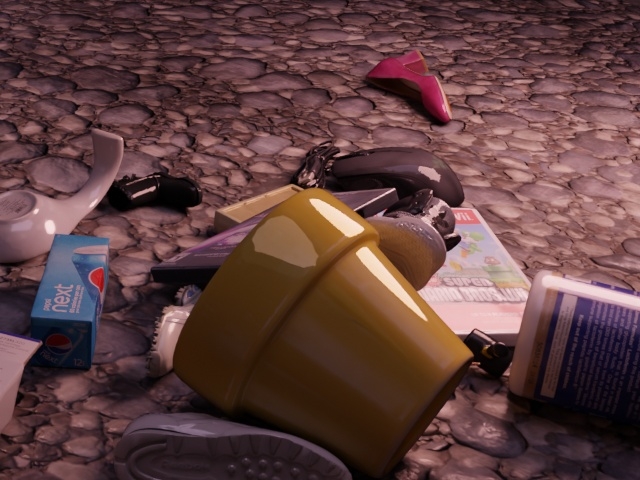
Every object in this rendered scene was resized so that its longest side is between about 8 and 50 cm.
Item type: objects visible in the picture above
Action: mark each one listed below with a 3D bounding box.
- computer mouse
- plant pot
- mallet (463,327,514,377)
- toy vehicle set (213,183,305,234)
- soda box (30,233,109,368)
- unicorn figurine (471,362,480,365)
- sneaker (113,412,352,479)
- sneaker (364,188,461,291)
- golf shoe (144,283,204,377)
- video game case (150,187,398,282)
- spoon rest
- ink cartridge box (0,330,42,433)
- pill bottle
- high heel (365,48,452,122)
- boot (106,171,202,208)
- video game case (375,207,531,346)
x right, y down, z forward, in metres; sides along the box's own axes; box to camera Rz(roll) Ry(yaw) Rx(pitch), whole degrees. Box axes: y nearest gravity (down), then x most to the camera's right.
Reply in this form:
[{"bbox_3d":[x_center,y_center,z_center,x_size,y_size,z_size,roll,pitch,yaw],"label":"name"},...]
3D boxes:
[{"bbox_3d":[0.098,-0.113,1.896,0.272,0.072,0.188,12,26,8],"label":"computer mouse"},{"bbox_3d":[0.016,0.113,1.246,0.239,0.254,0.254,37,34,13],"label":"plant pot"},{"bbox_3d":[0.204,0.133,1.370,0.062,0.039,0.189,35,-4,-1],"label":"mallet"},{"bbox_3d":[0.000,0.000,1.682,0.267,0.035,0.166,27,32,34],"label":"toy vehicle set"},{"bbox_3d":[-0.297,0.068,1.431,0.071,0.067,0.210,4,27,-6],"label":"soda box"},{"bbox_3d":[0.087,0.128,1.409,0.162,0.111,0.060,-22,-6,-10],"label":"unicorn figurine"},{"bbox_3d":[-0.082,0.212,1.189,0.235,0.090,0.095,12,12,2],"label":"sneaker"},{"bbox_3d":[0.111,-0.007,1.439,0.153,0.101,0.268,-33,4,-22],"label":"sneaker"},{"bbox_3d":[-0.146,0.109,1.396,0.086,0.069,0.176,18,28,7],"label":"golf shoe"},{"bbox_3d":[-0.056,-0.007,1.538,0.196,0.026,0.274,-3,20,45],"label":"video game case"},{"bbox_3d":[-0.371,-0.050,1.648,0.137,0.084,0.276,19,44,27],"label":"spoon rest"},{"bbox_3d":[-0.410,0.176,1.130,0.175,0.069,0.371,13,24,3],"label":"ink cartridge box"},{"bbox_3d":[0.360,0.135,1.374,0.264,0.153,0.153,14,27,13],"label":"pill bottle"},{"bbox_3d":[0.168,-0.280,2.279,0.117,0.082,0.244,-26,45,3],"label":"high heel"},{"bbox_3d":[-0.245,-0.069,1.747,0.121,0.045,0.099,21,26,40],"label":"boot"},{"bbox_3d":[0.175,0.043,1.596,0.204,0.025,0.285,1,35,-23],"label":"video game case"}]
